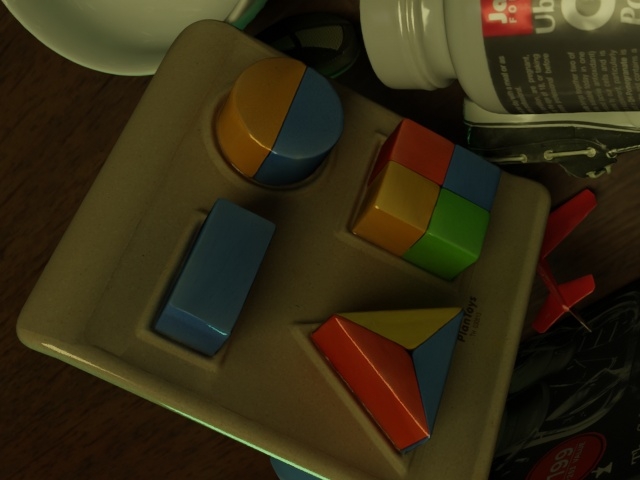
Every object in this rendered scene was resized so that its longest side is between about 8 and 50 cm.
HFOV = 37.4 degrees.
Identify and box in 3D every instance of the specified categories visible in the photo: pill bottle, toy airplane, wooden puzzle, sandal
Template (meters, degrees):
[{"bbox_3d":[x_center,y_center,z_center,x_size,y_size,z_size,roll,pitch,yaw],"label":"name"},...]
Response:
[{"bbox_3d":[0.200,-0.184,0.715,0.318,0.176,0.176,2,112,27],"label":"pill bottle"},{"bbox_3d":[0.197,0.024,0.851,0.151,0.028,0.151,-20,60,39],"label":"toy airplane"},{"bbox_3d":[0.000,0.000,0.712,0.348,0.322,0.080,24,149,-5],"label":"wooden puzzle"},{"bbox_3d":[-0.072,-0.120,0.932,0.303,0.120,0.086,-32,123,34],"label":"sandal"}]

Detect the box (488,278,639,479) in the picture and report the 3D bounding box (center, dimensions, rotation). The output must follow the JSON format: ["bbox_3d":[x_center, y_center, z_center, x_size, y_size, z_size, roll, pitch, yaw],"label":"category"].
[{"bbox_3d":[0.229,0.200,0.768,0.312,0.343,0.179,-37,94,32],"label":"box"}]

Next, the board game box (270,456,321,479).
[{"bbox_3d":[0.020,0.207,0.972,0.133,0.033,0.168,21,114,23],"label":"board game box"}]

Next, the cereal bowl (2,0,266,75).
[{"bbox_3d":[-0.160,-0.329,0.852,0.339,0.141,0.339,9,114,22],"label":"cereal bowl"}]

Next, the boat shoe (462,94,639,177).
[{"bbox_3d":[0.229,-0.092,0.807,0.219,0.078,0.070,6,113,33],"label":"boat shoe"}]
